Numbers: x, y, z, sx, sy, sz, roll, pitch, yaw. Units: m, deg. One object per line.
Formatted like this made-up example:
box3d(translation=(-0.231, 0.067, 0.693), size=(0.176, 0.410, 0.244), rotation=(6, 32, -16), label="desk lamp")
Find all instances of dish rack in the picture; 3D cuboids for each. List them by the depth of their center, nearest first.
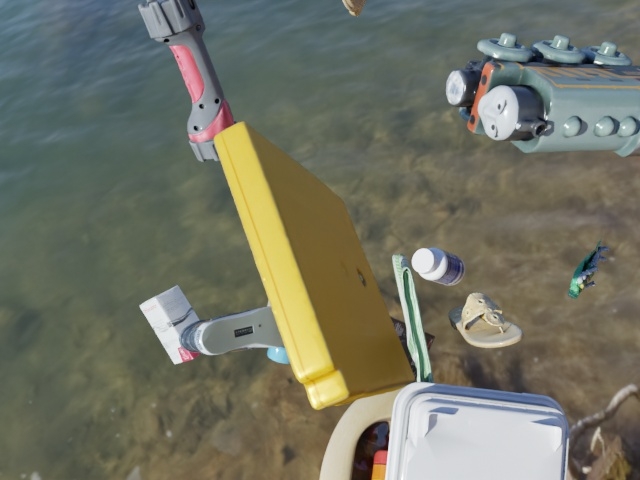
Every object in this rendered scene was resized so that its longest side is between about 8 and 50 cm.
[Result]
box3d(translation=(0.284, 0.406, 1.036), size=(0.333, 0.072, 0.285), rotation=(8, 82, -7), label="dish rack")

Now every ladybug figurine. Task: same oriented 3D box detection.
box3d(translation=(0.145, 0.526, 1.239), size=(0.305, 0.162, 0.449), rotation=(13, 63, 3), label="ladybug figurine")

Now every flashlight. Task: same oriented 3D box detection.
box3d(translation=(-0.240, -0.298, 1.104), size=(0.103, 0.304, 0.103), rotation=(3, 41, 29), label="flashlight")

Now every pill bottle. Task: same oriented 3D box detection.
box3d(translation=(0.333, 0.072, 1.692), size=(0.094, 0.169, 0.094), rotation=(-12, 71, 38), label="pill bottle")

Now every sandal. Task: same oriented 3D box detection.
box3d(translation=(0.295, 0.137, 1.135), size=(0.088, 0.079, 0.240), rotation=(-22, 7, -7), label="sandal")

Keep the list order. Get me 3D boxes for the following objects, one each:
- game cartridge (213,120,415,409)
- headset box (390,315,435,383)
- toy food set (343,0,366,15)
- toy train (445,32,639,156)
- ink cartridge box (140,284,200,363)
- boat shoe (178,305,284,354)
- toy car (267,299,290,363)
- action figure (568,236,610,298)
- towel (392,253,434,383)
box3d(translation=(0.007, 0.043, 0.688), size=(0.053, 0.324, 0.285), rotation=(-26, 72, 15), label="game cartridge")
box3d(translation=(0.166, 0.317, 1.673), size=(0.110, 0.293, 0.218), rotation=(19, 85, 48), label="headset box")
box3d(translation=(0.042, -0.344, 0.784), size=(0.020, 0.082, 0.083), rotation=(9, 8, 31), label="toy food set")
box3d(translation=(0.346, -0.194, 0.823), size=(0.334, 0.142, 0.190), rotation=(-3, 35, -19), label="toy train")
box3d(translation=(-0.306, 0.179, 1.263), size=(0.063, 0.150, 0.109), rotation=(-33, 4, -36), label="ink cartridge box")
box3d(translation=(-0.122, 0.136, 0.913), size=(0.183, 0.065, 0.083), rotation=(-1, -5, -39), label="boat shoe")
box3d(translation=(-0.010, 0.202, 1.549), size=(0.238, 0.219, 0.210), rotation=(14, 5, -18), label="toy car")
box3d(translation=(0.842, 0.106, 1.880), size=(0.064, 0.137, 0.232), rotation=(25, 55, 34), label="action figure")
box3d(translation=(0.191, 0.157, 1.258), size=(0.038, 0.247, 0.325), rotation=(-11, 4, 7), label="towel")
